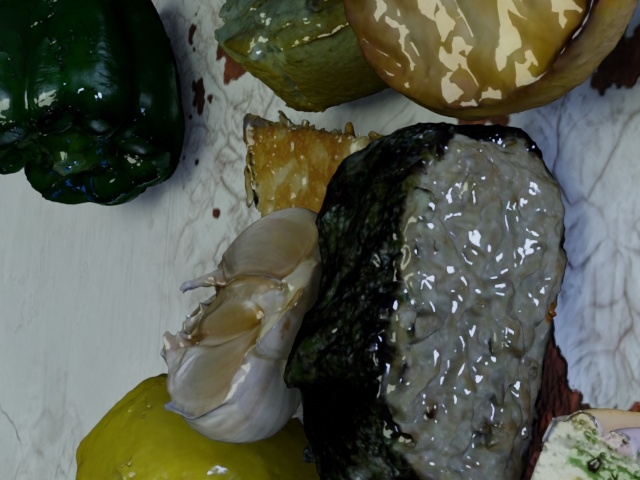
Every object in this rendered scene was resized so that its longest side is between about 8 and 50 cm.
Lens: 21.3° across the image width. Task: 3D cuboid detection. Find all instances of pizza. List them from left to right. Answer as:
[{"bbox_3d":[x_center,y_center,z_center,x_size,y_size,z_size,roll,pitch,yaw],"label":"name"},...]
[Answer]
[{"bbox_3d":[0.000,0.000,1.687,0.288,0.074,0.251,22,100,54],"label":"pizza"}]

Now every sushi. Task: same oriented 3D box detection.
[{"bbox_3d":[0.097,0.065,1.431,0.171,0.211,0.350,-16,61,58],"label":"sushi"}]

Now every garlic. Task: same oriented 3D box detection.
[{"bbox_3d":[-0.039,0.088,1.552,0.178,0.143,0.229,-6,57,52],"label":"garlic"}]

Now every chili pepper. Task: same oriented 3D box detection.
[{"bbox_3d":[-0.280,-0.180,1.985,0.233,0.248,0.256,-16,62,22],"label":"chili pepper"}]

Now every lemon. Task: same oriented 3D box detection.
[{"bbox_3d":[-0.110,0.264,1.631,0.260,0.260,0.284,-44,30,39],"label":"lemon"}]

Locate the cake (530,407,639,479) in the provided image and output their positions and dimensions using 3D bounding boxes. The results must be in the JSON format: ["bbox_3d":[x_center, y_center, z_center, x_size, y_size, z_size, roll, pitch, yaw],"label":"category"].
[{"bbox_3d":[0.273,0.215,1.300,0.225,0.090,0.109,30,105,33],"label":"cake"}]

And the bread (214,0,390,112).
[{"bbox_3d":[0.020,-0.234,1.653,0.257,0.124,0.185,-10,58,46],"label":"bread"}]

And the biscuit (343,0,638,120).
[{"bbox_3d":[0.147,-0.245,1.429,0.296,0.102,0.296,-3,85,41],"label":"biscuit"}]
